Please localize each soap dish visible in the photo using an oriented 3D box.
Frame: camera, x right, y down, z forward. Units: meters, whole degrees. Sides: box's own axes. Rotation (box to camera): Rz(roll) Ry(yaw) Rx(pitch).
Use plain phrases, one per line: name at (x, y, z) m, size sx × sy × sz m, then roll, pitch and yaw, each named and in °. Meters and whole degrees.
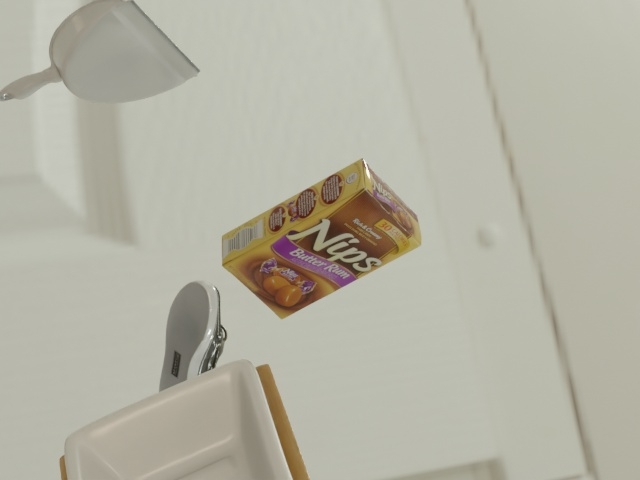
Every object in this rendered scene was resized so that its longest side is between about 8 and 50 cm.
soap dish at (-0.116, 0.255, 1.659) m, size 0.291 × 0.229 × 0.118 m, roll -114°, pitch 180°, yaw -58°

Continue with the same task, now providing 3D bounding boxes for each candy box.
candy box at (0.000, 0.000, 1.900) m, size 0.187 × 0.109 × 0.053 m, roll -30°, pitch -141°, yaw 21°

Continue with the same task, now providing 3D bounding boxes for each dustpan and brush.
dustpan and brush at (-0.254, -0.184, 1.901) m, size 0.211 × 0.147 × 0.060 m, roll -28°, pitch -130°, yaw 14°

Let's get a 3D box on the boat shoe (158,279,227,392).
boat shoe at (-0.169, 0.150, 2.541) m, size 0.080 × 0.076 × 0.228 m, roll 33°, pitch -56°, yaw 36°
